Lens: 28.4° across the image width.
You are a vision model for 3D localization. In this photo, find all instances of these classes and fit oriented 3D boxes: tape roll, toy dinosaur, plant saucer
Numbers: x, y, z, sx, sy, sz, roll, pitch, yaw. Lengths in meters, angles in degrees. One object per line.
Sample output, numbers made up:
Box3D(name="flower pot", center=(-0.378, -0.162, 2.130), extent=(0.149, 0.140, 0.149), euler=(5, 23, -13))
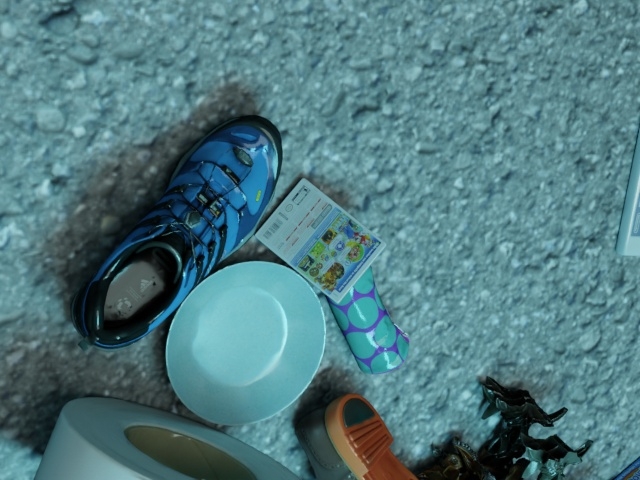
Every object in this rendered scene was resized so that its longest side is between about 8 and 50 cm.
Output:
Box3D(name="tape roll", center=(-0.150, 0.263, 1.299), extent=(0.286, 0.286, 0.100), euler=(21, 95, -30))
Box3D(name="toy dinosaur", center=(0.229, 0.309, 1.611), extent=(0.322, 0.164, 0.218), euler=(-1, 120, -45))
Box3D(name="plant saucer", center=(-0.088, 0.113, 1.430), extent=(0.195, 0.037, 0.194), euler=(-7, 106, -25))

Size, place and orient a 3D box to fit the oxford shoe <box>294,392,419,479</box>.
Box3D(name="oxford shoe", center=(0.063, 0.312, 1.494), extent=(0.097, 0.098, 0.271), euler=(-27, 90, -53))

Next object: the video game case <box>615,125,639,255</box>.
Box3D(name="video game case", center=(0.485, -0.075, 1.675), extent=(0.184, 0.023, 0.201), euler=(2, 103, -27))

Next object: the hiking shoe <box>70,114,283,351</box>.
Box3D(name="hiking shoe", center=(-0.135, -0.002, 1.308), extent=(0.113, 0.132, 0.304), euler=(38, 84, -11))

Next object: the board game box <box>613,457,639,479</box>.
Box3D(name="board game box", center=(0.470, 0.413, 1.789), extent=(0.160, 0.047, 0.210), euler=(-37, 118, -13))

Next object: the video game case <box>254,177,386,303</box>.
Box3D(name="video game case", center=(0.000, 0.000, 1.418), extent=(0.122, 0.011, 0.087), euler=(39, 84, 8))

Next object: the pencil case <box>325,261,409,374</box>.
Box3D(name="pencil case", center=(0.050, 0.079, 1.475), extent=(0.070, 0.064, 0.151), euler=(-28, 115, -5))
